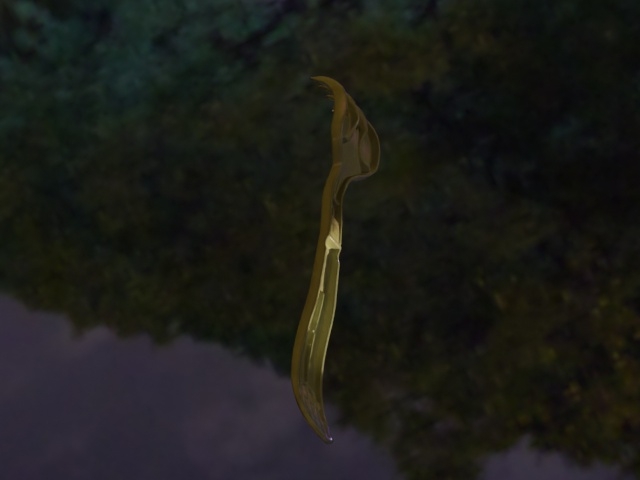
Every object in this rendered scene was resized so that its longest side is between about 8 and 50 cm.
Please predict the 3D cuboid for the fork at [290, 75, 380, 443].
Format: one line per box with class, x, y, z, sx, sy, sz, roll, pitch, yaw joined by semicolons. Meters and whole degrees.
fork;0.006;-0.002;0.666;0.028;0.034;0.219;-17;-140;18
